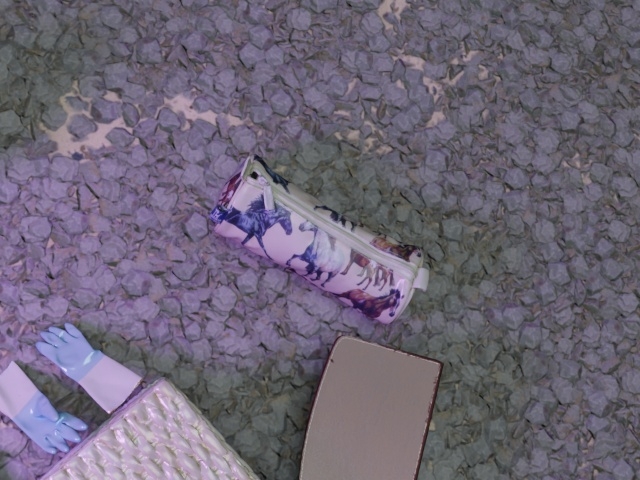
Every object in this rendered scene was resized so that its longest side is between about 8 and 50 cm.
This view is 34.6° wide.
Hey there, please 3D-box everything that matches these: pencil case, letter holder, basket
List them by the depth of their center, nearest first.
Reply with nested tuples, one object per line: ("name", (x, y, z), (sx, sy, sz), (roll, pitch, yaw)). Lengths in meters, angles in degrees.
("basket", (-0.277, 0.438, 1.712), (0.328, 0.266, 0.331), (-40, 87, -16))
("letter holder", (0.072, 0.345, 1.867), (0.214, 0.152, 0.302), (16, 75, -6))
("pencil case", (0.000, 0.000, 1.908), (0.410, 0.183, 0.160), (29, 73, -6))

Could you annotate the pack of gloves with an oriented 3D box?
("pack of gloves", (-0.455, 0.244, 1.769), (0.232, 0.046, 0.195), (31, 68, 29))
